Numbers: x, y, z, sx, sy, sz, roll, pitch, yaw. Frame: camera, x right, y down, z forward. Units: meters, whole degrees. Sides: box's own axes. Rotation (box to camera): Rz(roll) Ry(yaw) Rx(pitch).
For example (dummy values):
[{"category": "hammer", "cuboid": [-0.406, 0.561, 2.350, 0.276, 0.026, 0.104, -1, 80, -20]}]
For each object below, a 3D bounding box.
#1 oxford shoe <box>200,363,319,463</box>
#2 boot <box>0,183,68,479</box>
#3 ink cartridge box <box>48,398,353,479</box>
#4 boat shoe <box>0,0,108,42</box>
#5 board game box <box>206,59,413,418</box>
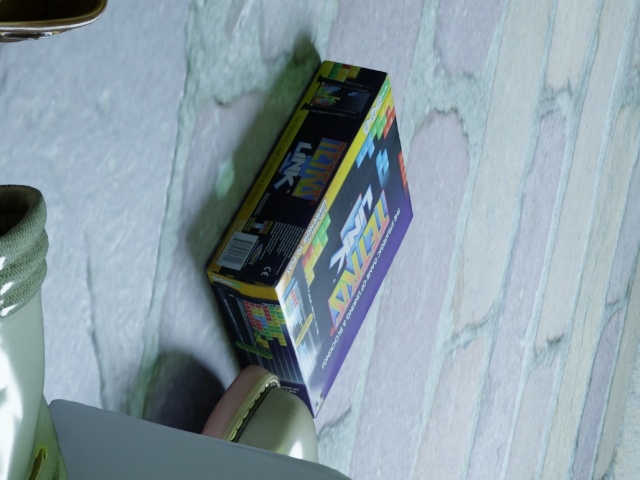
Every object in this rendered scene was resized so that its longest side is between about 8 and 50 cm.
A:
[{"category": "oxford shoe", "cuboid": [0.000, 0.240, 0.902, 0.140, 0.146, 0.397, -55, 150, -42]}, {"category": "boot", "cuboid": [-0.159, 0.080, 0.510, 0.213, 0.077, 0.165, -41, 138, -58]}, {"category": "ink cartridge box", "cuboid": [-0.111, 0.313, 0.634, 0.285, 0.166, 0.395, 82, 28, -45]}, {"category": "boat shoe", "cuboid": [-0.132, -0.101, 0.485, 0.178, 0.060, 0.064, 3, 100, -68]}, {"category": "board game box", "cuboid": [0.000, 0.000, 0.894, 0.141, 0.048, 0.170, 73, 37, -51]}]
